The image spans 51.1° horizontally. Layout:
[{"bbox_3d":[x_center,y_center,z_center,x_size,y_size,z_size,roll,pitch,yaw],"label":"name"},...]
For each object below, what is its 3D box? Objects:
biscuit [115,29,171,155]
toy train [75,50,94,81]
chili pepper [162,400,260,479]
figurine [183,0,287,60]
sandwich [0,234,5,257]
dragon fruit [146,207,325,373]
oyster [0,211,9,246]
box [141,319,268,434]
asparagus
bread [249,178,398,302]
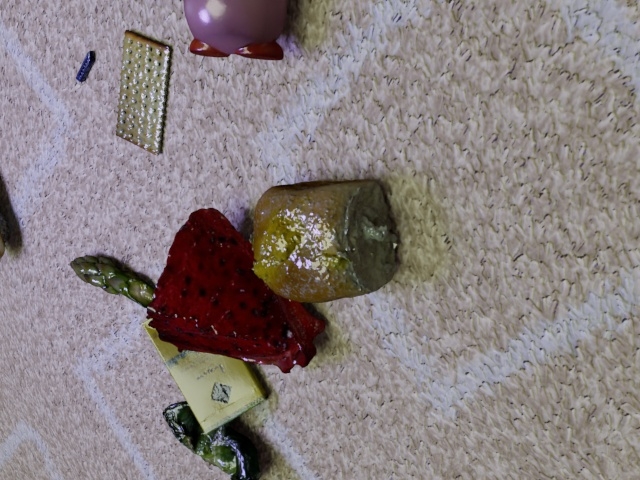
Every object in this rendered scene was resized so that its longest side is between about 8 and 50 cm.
[{"bbox_3d":[-0.368,-0.304,1.379,0.139,0.016,0.231,27,121,26],"label":"biscuit"},{"bbox_3d":[-0.510,-0.379,1.457,0.017,0.017,0.083,51,129,7],"label":"toy train"},{"bbox_3d":[-0.229,0.444,1.499,0.265,0.116,0.148,34,151,19],"label":"chili pepper"},{"bbox_3d":[-0.137,-0.383,1.081,0.173,0.173,0.173,14,114,33],"label":"figurine"},{"bbox_3d":[-0.966,-0.045,1.837,0.273,0.095,0.248,-6,104,53],"label":"sandwich"},{"bbox_3d":[-0.153,0.117,1.327,0.330,0.227,0.286,16,155,-3],"label":"dragon fruit"},{"bbox_3d":[-0.892,-0.039,1.864,0.098,0.037,0.100,56,147,24],"label":"oyster"},{"bbox_3d":[-0.247,0.255,1.428,0.153,0.041,0.278,-32,86,3],"label":"box"},{"bbox_3d":[-0.501,0.086,1.586,0.287,0.080,0.080,16,116,32],"label":"asparagus"},{"bbox_3d":[0.000,0.000,1.112,0.246,0.176,0.195,-1,108,37],"label":"bread"}]
